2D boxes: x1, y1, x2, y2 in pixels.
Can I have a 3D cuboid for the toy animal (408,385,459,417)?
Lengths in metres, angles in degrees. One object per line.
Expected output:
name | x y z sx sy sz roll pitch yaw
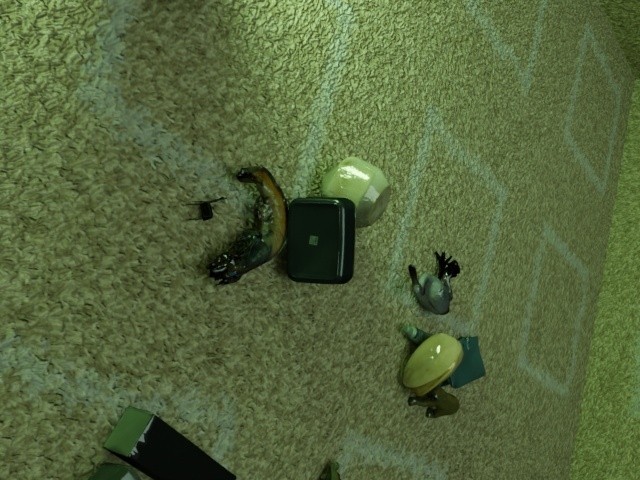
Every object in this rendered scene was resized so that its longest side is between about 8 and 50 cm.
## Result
toy animal | 0.349 0.473 2.025 0.219 0.101 0.103 40 64 -44

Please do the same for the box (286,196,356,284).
box | 0.000 0.000 1.528 0.090 0.145 0.201 -3 96 -73

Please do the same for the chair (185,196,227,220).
chair | -0.225 -0.062 1.355 0.086 0.037 0.042 -15 91 -45

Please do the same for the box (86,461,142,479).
box | -0.355 0.435 1.172 0.084 0.122 0.069 -42 111 -42

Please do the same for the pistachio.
pistachio | 0.321 0.352 1.942 0.200 0.145 0.117 -41 103 -12

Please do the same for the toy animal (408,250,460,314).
toy animal | 0.323 0.141 1.982 0.324 0.090 0.195 -15 97 -58

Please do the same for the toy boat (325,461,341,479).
toy boat | 0.015 0.635 1.660 0.185 0.071 0.089 -55 172 -32

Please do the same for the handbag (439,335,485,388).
handbag | 0.450 0.387 2.183 0.221 0.057 0.144 -4 89 -49

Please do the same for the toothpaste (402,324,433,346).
toothpaste | 0.296 0.289 2.002 0.216 0.037 0.062 34 76 -50

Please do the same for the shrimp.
shrimp | -0.152 -0.036 1.407 0.290 0.054 0.222 -45 133 -48

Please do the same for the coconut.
coconut | 0.076 -0.116 1.629 0.161 0.162 0.161 -47 155 -30

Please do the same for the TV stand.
TV stand | -0.277 0.421 1.289 0.269 0.083 0.088 52 53 -39
